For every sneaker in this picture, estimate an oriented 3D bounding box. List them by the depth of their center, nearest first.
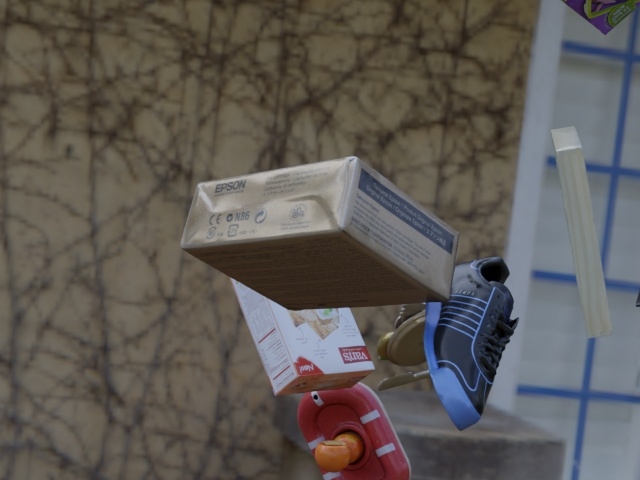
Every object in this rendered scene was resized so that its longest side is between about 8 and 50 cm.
[{"bbox_3d":[0.165,0.099,1.354,0.091,0.081,0.232,-23,34,18],"label":"sneaker"}]

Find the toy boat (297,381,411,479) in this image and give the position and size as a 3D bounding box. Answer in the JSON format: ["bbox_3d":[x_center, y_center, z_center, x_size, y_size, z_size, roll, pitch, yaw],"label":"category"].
[{"bbox_3d":[0.040,0.347,2.129,0.151,0.231,0.151,-31,-12,23],"label":"toy boat"}]

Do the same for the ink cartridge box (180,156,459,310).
[{"bbox_3d":[0.000,0.000,1.374,0.235,0.088,0.193,-6,-27,40],"label":"ink cartridge box"}]

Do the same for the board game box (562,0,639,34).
[{"bbox_3d":[0.439,-0.441,1.666,0.208,0.347,0.056,30,32,-32],"label":"board game box"}]

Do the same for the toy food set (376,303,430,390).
[{"bbox_3d":[0.150,0.147,1.988,0.132,0.192,0.038,-10,45,-26],"label":"toy food set"}]

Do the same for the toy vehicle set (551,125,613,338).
[{"bbox_3d":[0.365,-0.016,1.781,0.035,0.266,0.166,-10,12,10],"label":"toy vehicle set"}]

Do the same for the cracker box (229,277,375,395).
[{"bbox_3d":[-0.032,0.110,1.895,0.156,0.232,0.067,0,-31,-43],"label":"cracker box"}]

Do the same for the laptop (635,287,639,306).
[{"bbox_3d":[0.676,0.145,2.202,0.234,0.136,0.264,-2,-45,18],"label":"laptop"}]
